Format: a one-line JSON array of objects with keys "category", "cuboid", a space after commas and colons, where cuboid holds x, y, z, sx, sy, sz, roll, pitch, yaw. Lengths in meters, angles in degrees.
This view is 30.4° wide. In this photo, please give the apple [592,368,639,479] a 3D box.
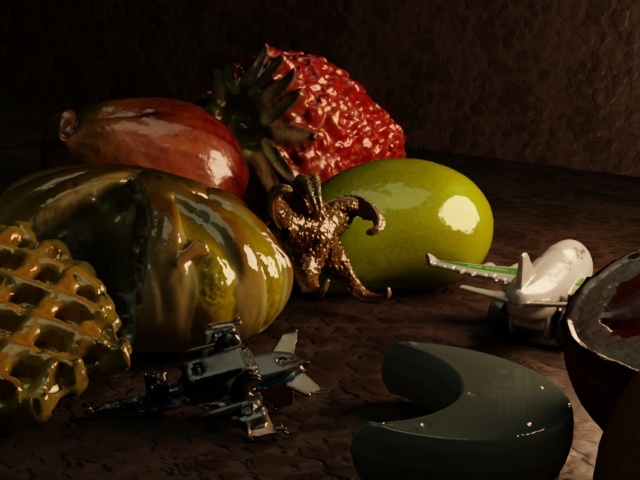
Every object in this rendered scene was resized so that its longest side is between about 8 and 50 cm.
[{"category": "apple", "cuboid": [0.224, 0.141, 0.381, 0.277, 0.319, 0.319, -14, 9, 11]}]

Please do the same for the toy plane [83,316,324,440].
[{"category": "toy plane", "cuboid": [-0.096, 0.115, 0.960, 0.188, 0.062, 0.135, -2, 40, -20]}]

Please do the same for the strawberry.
[{"category": "strawberry", "cuboid": [-0.036, -0.143, 1.807, 0.292, 0.292, 0.343, 12, -4, 31]}]

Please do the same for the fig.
[{"category": "fig", "cuboid": [-0.227, -0.083, 1.515, 0.263, 0.224, 0.224, -3, 14, -18]}]

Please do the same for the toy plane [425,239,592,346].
[{"category": "toy plane", "cuboid": [0.249, 0.054, 1.299, 0.251, 0.101, 0.255, 10, 9, 26]}]

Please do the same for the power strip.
[{"category": "power strip", "cuboid": [0.118, 0.140, 0.948, 0.168, 0.054, 0.253, 9, 13, 10]}]

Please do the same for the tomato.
[{"category": "tomato", "cuboid": [0.297, 0.111, 0.899, 0.181, 0.155, 0.214, -25, 31, -22]}]

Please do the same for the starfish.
[{"category": "starfish", "cuboid": [0.000, -0.001, 1.258, 0.074, 0.146, 0.190, -11, -24, 37]}]

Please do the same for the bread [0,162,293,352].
[{"category": "bread", "cuboid": [-0.188, 0.006, 1.205, 0.333, 0.160, 0.333, 7, 11, -1]}]

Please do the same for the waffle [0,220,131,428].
[{"category": "waffle", "cuboid": [-0.298, 0.063, 0.965, 0.291, 0.051, 0.291, 8, 32, -5]}]

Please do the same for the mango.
[{"category": "mango", "cuboid": [0.083, -0.021, 1.440, 0.273, 0.149, 0.185, -4, 38, -20]}]
